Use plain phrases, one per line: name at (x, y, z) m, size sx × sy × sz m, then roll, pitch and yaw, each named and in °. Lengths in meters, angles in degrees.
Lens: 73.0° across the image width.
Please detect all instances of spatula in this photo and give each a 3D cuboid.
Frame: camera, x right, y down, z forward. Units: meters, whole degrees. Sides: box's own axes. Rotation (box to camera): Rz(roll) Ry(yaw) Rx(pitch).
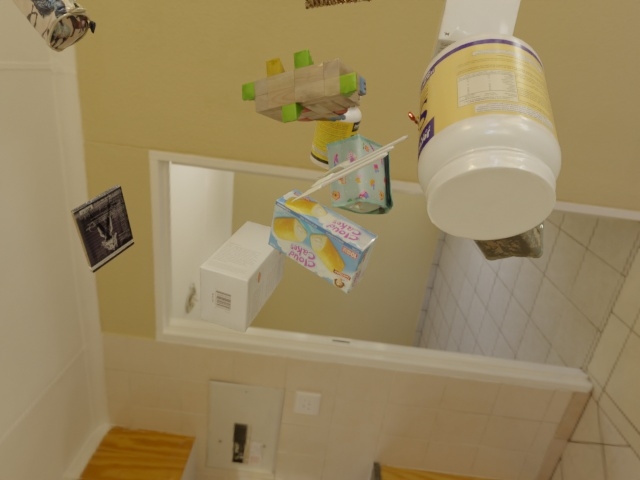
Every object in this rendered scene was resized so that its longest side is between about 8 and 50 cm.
spatula at (0.061, -0.155, 0.898) m, size 0.168 × 0.242 × 0.019 m, roll -42°, pitch -75°, yaw -49°

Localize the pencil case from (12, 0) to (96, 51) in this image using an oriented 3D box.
pencil case at (-0.904, -0.820, 1.361) m, size 0.410 × 0.183 × 0.160 m, roll 54°, pitch -162°, yaw -5°

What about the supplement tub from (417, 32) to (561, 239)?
supplement tub at (0.305, -0.193, 0.813) m, size 0.241 × 0.240 × 0.331 m, roll 98°, pitch -178°, yaw -58°

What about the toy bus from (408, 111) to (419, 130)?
toy bus at (0.477, -0.483, 1.837) m, size 0.104 × 0.191 × 0.202 m, roll -37°, pitch 28°, yaw 14°

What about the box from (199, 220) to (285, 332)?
box at (-0.257, 0.112, 1.496) m, size 0.345 × 0.168 × 0.215 m, roll -57°, pitch -21°, yaw -58°

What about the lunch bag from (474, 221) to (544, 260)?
lunch bag at (0.478, -0.125, 1.123) m, size 0.235 × 0.168 × 0.287 m, roll 39°, pitch -124°, yaw -41°

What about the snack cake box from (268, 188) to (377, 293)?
snack cake box at (0.000, 0.000, 1.123) m, size 0.089 × 0.264 × 0.152 m, roll -38°, pitch -28°, yaw -47°

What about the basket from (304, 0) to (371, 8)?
basket at (0.075, -0.877, 1.375) m, size 0.299 × 0.223 × 0.214 m, roll -63°, pitch -30°, yaw -53°

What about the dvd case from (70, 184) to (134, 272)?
dvd case at (-0.634, -0.034, 1.274) m, size 0.164 × 0.018 × 0.221 m, roll -51°, pitch -26°, yaw -46°

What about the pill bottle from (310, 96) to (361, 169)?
pill bottle at (0.073, -0.496, 1.910) m, size 0.188 × 0.187 × 0.334 m, roll -83°, pitch 6°, yaw -55°

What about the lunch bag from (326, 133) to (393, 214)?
lunch bag at (0.153, -0.204, 1.428) m, size 0.262 × 0.160 × 0.224 m, roll 6°, pitch -102°, yaw -51°

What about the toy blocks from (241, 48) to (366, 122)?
toy blocks at (-0.012, -0.445, 1.353) m, size 0.261 × 0.381 × 0.191 m, roll -3°, pitch -90°, yaw -61°

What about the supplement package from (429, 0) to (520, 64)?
supplement package at (0.457, -0.638, 1.313) m, size 0.262 × 0.198 × 0.199 m, roll -15°, pitch -63°, yaw -82°
